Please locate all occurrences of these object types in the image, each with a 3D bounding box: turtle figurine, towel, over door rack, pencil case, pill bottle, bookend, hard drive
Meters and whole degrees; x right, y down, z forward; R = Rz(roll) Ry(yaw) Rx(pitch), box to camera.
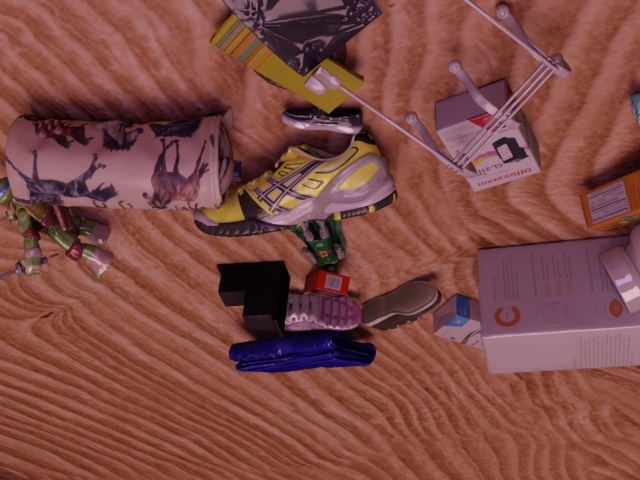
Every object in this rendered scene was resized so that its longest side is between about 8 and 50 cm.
[{"bbox_3d":[-0.572,0.000,1.643,0.266,0.275,0.198,29,172,-35],"label":"turtle figurine"},{"bbox_3d":[-0.051,-0.285,1.288,0.237,0.021,0.102,27,142,-27],"label":"towel"},{"bbox_3d":[0.175,-0.263,1.221,0.324,0.108,0.239,27,122,-23],"label":"over door rack"},{"bbox_3d":[-0.351,-0.144,1.434,0.410,0.183,0.160,2,139,8],"label":"pencil case"},{"bbox_3d":[-0.044,0.286,1.995,0.308,0.076,0.227,-10,159,31],"label":"towel"},{"bbox_3d":[0.670,0.014,1.469,0.301,0.169,0.169,-29,134,15],"label":"pill bottle"},{"bbox_3d":[-0.155,0.131,1.796,0.156,0.157,0.072,-4,142,11],"label":"bookend"},{"bbox_3d":[-0.048,-0.369,1.150,0.172,0.054,0.254,-36,127,17],"label":"hard drive"}]

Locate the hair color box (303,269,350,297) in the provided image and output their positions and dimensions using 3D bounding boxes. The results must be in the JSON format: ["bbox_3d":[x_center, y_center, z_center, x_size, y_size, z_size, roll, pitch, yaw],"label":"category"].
[{"bbox_3d":[0.012,0.098,1.780,0.072,0.043,0.141,13,170,-10],"label":"hair color box"}]

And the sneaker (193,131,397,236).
[{"bbox_3d":[-0.056,-0.098,1.503,0.384,0.145,0.147,-12,97,13],"label":"sneaker"}]

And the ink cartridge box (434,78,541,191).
[{"bbox_3d":[0.289,-0.175,1.397,0.127,0.072,0.175,-17,138,26],"label":"ink cartridge box"}]

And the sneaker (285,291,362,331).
[{"bbox_3d":[-0.018,0.173,1.901,0.236,0.095,0.104,3,151,11],"label":"sneaker"}]

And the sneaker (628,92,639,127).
[{"bbox_3d":[0.567,-0.203,1.346,0.076,0.065,0.166,-30,139,28],"label":"sneaker"}]

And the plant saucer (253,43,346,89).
[{"bbox_3d":[-0.042,-0.298,1.308,0.168,0.029,0.168,3,144,2],"label":"plant saucer"}]

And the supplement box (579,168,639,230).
[{"bbox_3d":[0.576,-0.084,1.433,0.078,0.080,0.233,2,164,-33],"label":"supplement box"}]

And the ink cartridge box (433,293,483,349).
[{"bbox_3d":[0.365,0.197,1.902,0.180,0.060,0.104,18,141,-18],"label":"ink cartridge box"}]

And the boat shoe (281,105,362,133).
[{"bbox_3d":[0.004,-0.215,1.405,0.142,0.049,0.040,6,125,-4],"label":"boat shoe"}]

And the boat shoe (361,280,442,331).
[{"bbox_3d":[0.192,0.151,1.852,0.068,0.081,0.228,29,144,-33],"label":"boat shoe"}]

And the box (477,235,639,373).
[{"bbox_3d":[0.504,0.134,1.669,0.345,0.215,0.168,-6,143,15],"label":"box"}]

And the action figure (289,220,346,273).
[{"bbox_3d":[0.000,0.000,1.685,0.137,0.063,0.232,-8,145,13],"label":"action figure"}]
